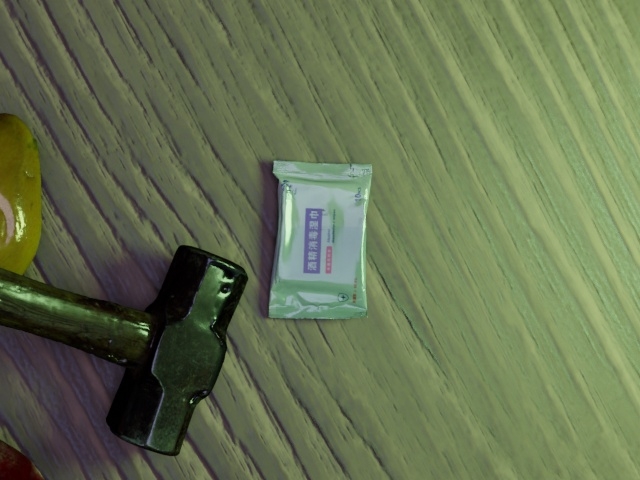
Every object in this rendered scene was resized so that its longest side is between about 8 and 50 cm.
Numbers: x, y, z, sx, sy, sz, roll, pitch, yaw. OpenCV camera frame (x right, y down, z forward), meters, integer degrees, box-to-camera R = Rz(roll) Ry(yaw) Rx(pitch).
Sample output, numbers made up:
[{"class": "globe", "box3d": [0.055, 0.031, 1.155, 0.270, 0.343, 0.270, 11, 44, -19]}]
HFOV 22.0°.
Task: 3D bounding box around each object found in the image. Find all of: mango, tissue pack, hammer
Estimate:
[{"class": "mango", "box3d": [-0.388, -0.037, 1.908, 0.147, 0.109, 0.227, 19, 86, 16]}, {"class": "tissue pack", "box3d": [0.000, 0.000, 2.002, 0.123, 0.026, 0.193, 2, 88, -8]}, {"class": "hammer", "box3d": [-0.297, 0.081, 1.869, 0.409, 0.095, 0.242, 21, 89, -26]}]

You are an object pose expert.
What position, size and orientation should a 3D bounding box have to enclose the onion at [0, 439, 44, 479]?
[{"class": "onion", "box3d": [-0.427, 0.329, 1.851, 0.246, 0.190, 0.246, 1, 102, 4]}]
